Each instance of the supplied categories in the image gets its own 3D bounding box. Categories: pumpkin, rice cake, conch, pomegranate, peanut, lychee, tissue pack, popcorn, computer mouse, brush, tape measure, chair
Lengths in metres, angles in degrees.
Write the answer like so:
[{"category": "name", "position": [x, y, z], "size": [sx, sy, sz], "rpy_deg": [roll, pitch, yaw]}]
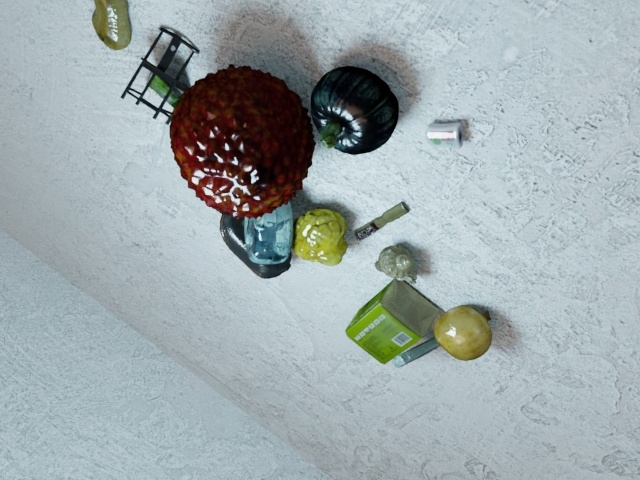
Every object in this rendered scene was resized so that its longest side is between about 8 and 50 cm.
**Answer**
[{"category": "pumpkin", "position": [0.070, -0.329, 1.577], "size": [0.248, 0.248, 0.247], "rpy_deg": [21, 138, 20]}, {"category": "rice cake", "position": [0.349, 0.397, 2.105], "size": [0.040, 0.226, 0.085], "rpy_deg": [60, 142, 17]}, {"category": "conch", "position": [0.246, 0.092, 1.943], "size": [0.155, 0.130, 0.207], "rpy_deg": [56, 153, -2]}, {"category": "pomegranate", "position": [0.482, 0.298, 1.945], "size": [0.196, 0.196, 0.196], "rpy_deg": [21, 138, 20]}, {"category": "peanut", "position": [-0.666, -0.716, 1.857], "size": [0.120, 0.110, 0.236], "rpy_deg": [30, 140, 31]}, {"category": "lychee", "position": [-0.227, -0.307, 1.703], "size": [0.425, 0.425, 0.499], "rpy_deg": [-31, 68, 49]}, {"category": "tissue pack", "position": [0.250, 0.290, 2.101], "size": [0.200, 0.167, 0.274], "rpy_deg": [40, 142, 1]}, {"category": "popcorn", "position": [0.000, 0.000, 1.980], "size": [0.226, 0.200, 0.203], "rpy_deg": [-31, 76, 24]}, {"category": "computer mouse", "position": [-0.243, 0.004, 2.181], "size": [0.323, 0.183, 0.116], "rpy_deg": [49, 150, -13]}, {"category": "brush", "position": [0.192, -0.055, 1.914], "size": [0.043, 0.036, 0.248], "rpy_deg": [43, 141, -13]}, {"category": "tape measure", "position": [-0.186, -0.053, 2.006], "size": [0.147, 0.274, 0.256], "rpy_deg": [-1, 135, -15]}, {"category": "chair", "position": [-0.505, -0.529, 1.906], "size": [0.155, 0.260, 0.141], "rpy_deg": [33, -175, 3]}]

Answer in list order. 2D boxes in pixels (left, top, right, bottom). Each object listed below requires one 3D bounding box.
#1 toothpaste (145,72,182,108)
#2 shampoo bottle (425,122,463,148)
[{"category": "toothpaste", "position": [-0.494, -0.478, 2.010], "size": [0.248, 0.047, 0.078], "rpy_deg": [41, 135, -1]}, {"category": "shampoo bottle", "position": [0.329, -0.282, 1.584], "size": [0.099, 0.043, 0.072], "rpy_deg": [7, 132, 31]}]
